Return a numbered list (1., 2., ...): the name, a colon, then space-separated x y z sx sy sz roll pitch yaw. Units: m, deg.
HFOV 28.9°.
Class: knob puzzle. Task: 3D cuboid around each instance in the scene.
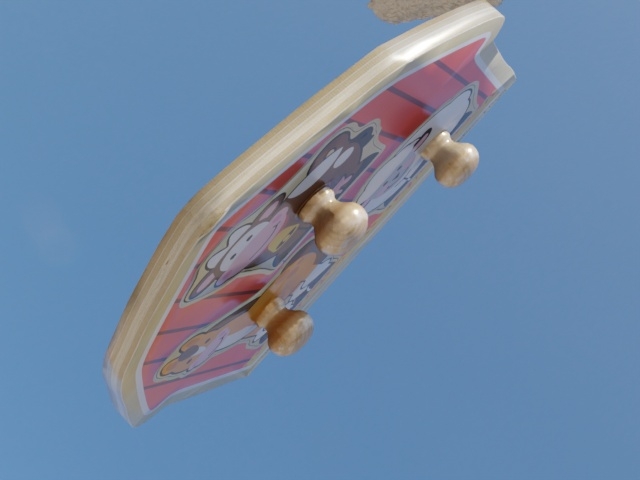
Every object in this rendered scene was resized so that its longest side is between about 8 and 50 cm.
1. knob puzzle: 0.000 0.000 0.423 0.030 0.213 0.213 45 -60 12

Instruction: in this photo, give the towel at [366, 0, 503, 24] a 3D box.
1. towel: 0.124 -0.261 0.790 0.187 0.049 0.282 -6 -120 19
